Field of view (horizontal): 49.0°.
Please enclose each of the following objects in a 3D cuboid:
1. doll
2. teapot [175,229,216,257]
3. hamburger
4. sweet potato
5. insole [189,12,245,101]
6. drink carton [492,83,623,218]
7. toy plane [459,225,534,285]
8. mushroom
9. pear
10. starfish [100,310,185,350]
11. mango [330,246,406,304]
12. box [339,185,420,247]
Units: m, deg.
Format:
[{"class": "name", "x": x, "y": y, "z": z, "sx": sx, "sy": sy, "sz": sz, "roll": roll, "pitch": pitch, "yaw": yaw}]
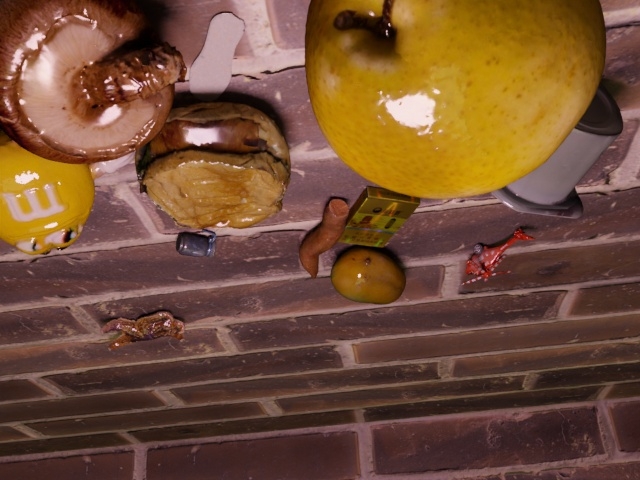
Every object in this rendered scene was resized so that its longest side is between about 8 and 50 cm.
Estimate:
[{"class": "doll", "x": -0.483, "y": -0.128, "z": 1.178, "sx": 0.348, "sy": 0.161, "sz": 0.423, "roll": -34, "pitch": 151, "yaw": 16}, {"class": "teapot", "x": -0.273, "y": 0.004, "z": 1.550, "sx": 0.083, "sy": 0.064, "sz": 0.049, "roll": 9, "pitch": 180, "yaw": -28}, {"class": "hamburger", "x": -0.187, "y": -0.129, "z": 1.229, "sx": 0.265, "sy": 0.134, "sz": 0.285, "roll": -5, "pitch": 157, "yaw": -13}, {"class": "sweet potato", "x": 0.000, "y": 0.000, "z": 1.552, "sx": 0.067, "sy": 0.059, "sz": 0.281, "roll": 5, "pitch": 149, "yaw": -19}, {"class": "insole", "x": -0.163, "y": -0.280, "z": 1.087, "sx": 0.065, "sy": 0.004, "sz": 0.197, "roll": 7, "pitch": 149, "yaw": -19}, {"class": "drink carton", "x": 0.394, "y": -0.164, "z": 1.193, "sx": 0.191, "sy": 0.185, "sz": 0.190, "roll": 7, "pitch": 146, "yaw": -15}, {"class": "toy plane", "x": 0.405, "y": 0.029, "z": 1.651, "sx": 0.126, "sy": 0.077, "sz": 0.194, "roll": 0, "pitch": 143, "yaw": -15}, {"class": "mushroom", "x": -0.324, "y": -0.235, "z": 0.964, "sx": 0.278, "sy": 0.163, "sz": 0.297, "roll": -16, "pitch": 146, "yaw": -1}, {"class": "pear", "x": 0.163, "y": -0.229, "z": 0.876, "sx": 0.362, "sy": 0.362, "sz": 0.418, "roll": -28, "pitch": 170, "yaw": 36}, {"class": "starfish", "x": -0.492, "y": 0.249, "z": 1.938, "sx": 0.238, "sy": 0.071, "sz": 0.216, "roll": -32, "pitch": 137, "yaw": 24}, {"class": "mango", "x": 0.124, "y": 0.098, "z": 1.689, "sx": 0.156, "sy": 0.114, "sz": 0.251, "roll": -27, "pitch": 143, "yaw": 23}, {"class": "box", "x": 0.119, "y": -0.047, "z": 1.516, "sx": 0.121, "sy": 0.030, "sz": 0.193, "roll": 6, "pitch": 150, "yaw": -19}]
